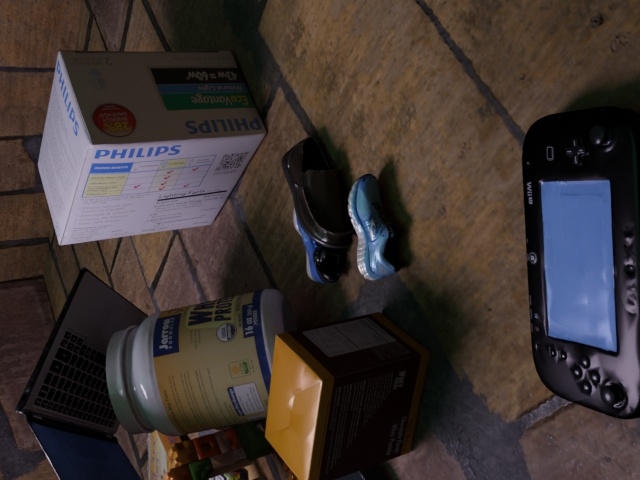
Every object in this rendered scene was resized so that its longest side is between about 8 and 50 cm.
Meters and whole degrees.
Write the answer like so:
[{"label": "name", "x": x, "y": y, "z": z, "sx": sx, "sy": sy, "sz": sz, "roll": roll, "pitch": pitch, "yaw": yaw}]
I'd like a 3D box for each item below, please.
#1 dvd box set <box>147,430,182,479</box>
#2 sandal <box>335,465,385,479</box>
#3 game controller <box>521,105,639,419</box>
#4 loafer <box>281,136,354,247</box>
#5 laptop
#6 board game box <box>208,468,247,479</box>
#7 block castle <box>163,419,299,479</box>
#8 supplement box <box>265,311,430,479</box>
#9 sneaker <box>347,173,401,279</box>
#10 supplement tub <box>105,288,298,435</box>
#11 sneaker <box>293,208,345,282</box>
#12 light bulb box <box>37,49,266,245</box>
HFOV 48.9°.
[{"label": "dvd box set", "x": -0.396, "y": 0.712, "z": 1.951, "sx": 0.420, "sy": 0.062, "sz": 0.307, "roll": 44, "pitch": 134, "yaw": 52}, {"label": "sandal", "x": 0.095, "y": 0.582, "z": 1.134, "sx": 0.167, "sy": 0.107, "sz": 0.445, "roll": -48, "pitch": 59, "yaw": 53}, {"label": "game controller", "x": 0.282, "y": 0.022, "z": 0.747, "sx": 0.166, "sy": 0.067, "sz": 0.318, "roll": 4, "pitch": 100, "yaw": 57}, {"label": "loafer", "x": -0.004, "y": -0.084, "z": 1.163, "sx": 0.220, "sy": 0.080, "sz": 0.078, "roll": 63, "pitch": 144, "yaw": 28}, {"label": "laptop", "x": -0.349, "y": 0.323, "z": 1.307, "sx": 0.382, "sy": 0.237, "sz": 0.407, "roll": 73, "pitch": -146, "yaw": -67}, {"label": "board game box", "x": -0.221, "y": 0.623, "z": 1.707, "sx": 0.141, "sy": 0.048, "sz": 0.170, "roll": 8, "pitch": 105, "yaw": 59}, {"label": "block castle", "x": -0.192, "y": 0.452, "z": 1.465, "sx": 0.453, "sy": 0.213, "sz": 0.303, "roll": 59, "pitch": 142, "yaw": 31}, {"label": "supplement box", "x": 0.038, "y": 0.235, "z": 1.062, "sx": 0.129, "sy": 0.194, "sz": 0.191, "roll": 36, "pitch": 127, "yaw": 49}, {"label": "sneaker", "x": 0.092, "y": -0.023, "z": 1.063, "sx": 0.073, "sy": 0.063, "sz": 0.162, "roll": -7, "pitch": 95, "yaw": 41}, {"label": "supplement tub", "x": -0.199, "y": 0.225, "z": 1.273, "sx": 0.228, "sy": 0.317, "sz": 0.228, "roll": -12, "pitch": -90, "yaw": -86}, {"label": "sneaker", "x": 0.001, "y": 0.000, "z": 1.194, "sx": 0.085, "sy": 0.058, "sz": 0.152, "roll": 5, "pitch": 106, "yaw": 63}, {"label": "light bulb box", "x": -0.358, "y": -0.189, "z": 1.442, "sx": 0.361, "sy": 0.358, "sz": 0.225, "roll": -49, "pitch": 58, "yaw": 49}]
